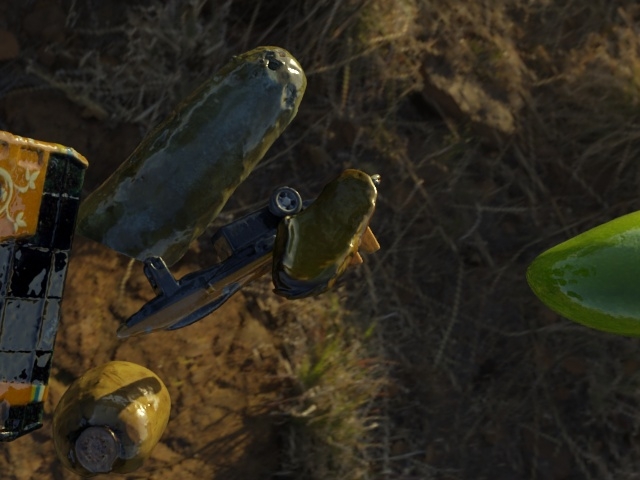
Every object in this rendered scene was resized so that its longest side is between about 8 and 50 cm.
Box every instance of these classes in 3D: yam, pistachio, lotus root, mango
[{"bbox_3d":[-0.144,-0.097,1.280,0.133,0.133,0.330,43,82,-10],"label":"yam"},{"bbox_3d":[0.000,0.000,1.100,0.089,0.049,0.173,15,53,24],"label":"pistachio"},{"bbox_3d":[-0.234,0.195,1.221,0.125,0.221,0.118,11,103,-5],"label":"lotus root"},{"bbox_3d":[0.438,0.042,1.432,0.343,0.156,0.192,-1,39,-13],"label":"mango"}]

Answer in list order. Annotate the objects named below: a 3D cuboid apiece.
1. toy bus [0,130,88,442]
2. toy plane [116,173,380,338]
[{"bbox_3d":[-0.370,0.042,1.114,0.194,0.162,0.323,8,91,-59],"label":"toy bus"},{"bbox_3d":[-0.089,0.019,1.177,0.316,0.204,0.103,-19,79,-27],"label":"toy plane"}]
